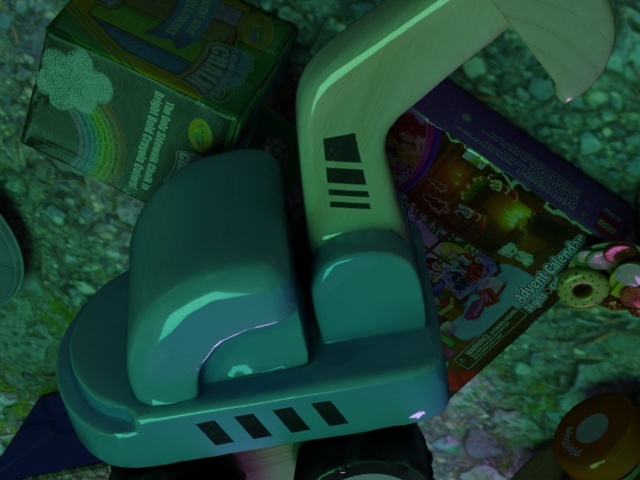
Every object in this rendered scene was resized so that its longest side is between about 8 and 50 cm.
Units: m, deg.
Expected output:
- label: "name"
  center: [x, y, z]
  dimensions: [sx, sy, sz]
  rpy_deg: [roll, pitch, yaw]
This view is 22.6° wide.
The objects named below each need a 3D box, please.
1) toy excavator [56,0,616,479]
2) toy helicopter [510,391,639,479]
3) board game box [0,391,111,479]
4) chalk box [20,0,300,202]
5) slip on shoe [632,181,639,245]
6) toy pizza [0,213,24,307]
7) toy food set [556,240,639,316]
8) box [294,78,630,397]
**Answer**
- label: "toy excavator"
  center: [0.000, 0.000, 1.142]
  dimensions: [0.433, 0.222, 0.445]
  rpy_deg: [-10, 131, 4]
- label: "toy helicopter"
  center: [0.195, 0.311, 1.340]
  dimensions: [0.235, 0.355, 0.140]
  rpy_deg: [-25, 123, 28]
- label: "board game box"
  center: [-0.158, 0.287, 1.652]
  dimensions: [0.232, 0.141, 0.291]
  rpy_deg: [-17, 120, 37]
- label: "chalk box"
  center: [-0.105, -0.111, 1.265]
  dimensions: [0.213, 0.132, 0.132]
  rpy_deg: [26, 136, 1]
- label: "slip on shoe"
  center: [0.273, 0.002, 1.246]
  dimensions: [0.041, 0.051, 0.135]
  rpy_deg: [-16, 122, -11]
- label: "toy pizza"
  center: [-0.375, -0.011, 1.563]
  dimensions: [0.201, 0.032, 0.201]
  rpy_deg: [15, 136, 15]
- label: "toy food set"
  center: [0.228, 0.030, 1.229]
  dimensions: [0.083, 0.020, 0.082]
  rpy_deg: [22, 138, -5]
- label: "box"
  center: [0.088, 0.012, 1.333]
  dimensions: [0.201, 0.057, 0.293]
  rpy_deg: [34, 136, -5]
